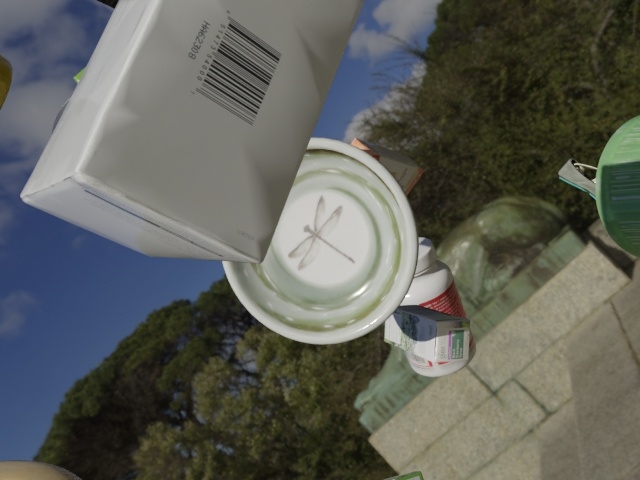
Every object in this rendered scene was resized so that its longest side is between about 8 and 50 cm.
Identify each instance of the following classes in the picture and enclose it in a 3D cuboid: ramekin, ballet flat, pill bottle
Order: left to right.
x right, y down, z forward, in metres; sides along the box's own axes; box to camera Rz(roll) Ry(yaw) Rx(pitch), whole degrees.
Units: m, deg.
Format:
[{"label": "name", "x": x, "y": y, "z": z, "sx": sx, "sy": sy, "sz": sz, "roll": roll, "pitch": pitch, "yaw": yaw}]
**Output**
[{"label": "pill bottle", "x": 0.332, "y": 0.208, "z": 1.912, "sx": 0.229, "sy": 0.408, "sz": 0.229, "roll": -20, "pitch": 21, "yaw": 8}, {"label": "ballet flat", "x": 0.658, "y": -0.131, "z": 1.433, "sx": 0.072, "sy": 0.213, "sz": 0.068, "roll": 13, "pitch": -64, "yaw": -39}, {"label": "ramekin", "x": 0.708, "y": -0.107, "z": 1.167, "sx": 0.303, "sy": 0.303, "sz": 0.148, "roll": -42, "pitch": 12, "yaw": -11}]

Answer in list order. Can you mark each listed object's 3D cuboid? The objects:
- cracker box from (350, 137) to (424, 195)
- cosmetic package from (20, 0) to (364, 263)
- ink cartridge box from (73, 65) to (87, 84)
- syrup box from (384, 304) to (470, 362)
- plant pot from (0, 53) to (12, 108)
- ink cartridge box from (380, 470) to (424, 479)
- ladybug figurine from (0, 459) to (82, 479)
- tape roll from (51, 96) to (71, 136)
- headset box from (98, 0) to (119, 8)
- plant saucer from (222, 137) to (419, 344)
[{"label": "cracker box", "x": 0.114, "y": -0.124, "z": 1.323, "sx": 0.232, "sy": 0.067, "sz": 0.156, "roll": 4, "pitch": -55, "yaw": -54}, {"label": "cosmetic package", "x": -0.110, "y": -0.110, "z": 0.482, "sx": 0.224, "sy": 0.138, "sz": 0.224, "roll": 1, "pitch": 67, "yaw": 55}, {"label": "ink cartridge box", "x": -0.423, "y": -0.288, "z": 1.400, "sx": 0.097, "sy": 0.255, "sz": 0.189, "roll": -46, "pitch": -22, "yaw": -17}, {"label": "syrup box", "x": 0.248, "y": 0.217, "z": 1.436, "sx": 0.096, "sy": 0.093, "sz": 0.237, "roll": 1, "pitch": 3, "yaw": -24}, {"label": "plant pot", "x": -0.633, "y": -0.237, "z": 0.873, "sx": 0.254, "sy": 0.254, "sz": 0.239, "roll": -44, "pitch": -44, "yaw": 7}, {"label": "ink cartridge box", "x": 0.154, "y": 0.510, "z": 1.023, "sx": 0.062, "sy": 0.209, "sz": 0.109, "roll": -6, "pitch": -24, "yaw": -29}, {"label": "ladybug figurine", "x": -0.538, "y": 0.500, "z": 0.900, "sx": 0.449, "sy": 0.305, "sz": 0.162, "roll": -9, "pitch": -50, "yaw": -3}, {"label": "tape roll", "x": -0.370, "y": -0.180, "z": 1.154, "sx": 0.246, "sy": 0.246, "sz": 0.169, "roll": -40, "pitch": 29, "yaw": -23}, {"label": "headset box", "x": -0.320, "y": -0.553, "z": 1.034, "sx": 0.283, "sy": 0.246, "sz": 0.131, "roll": -46, "pitch": -24, "yaw": 20}, {"label": "plant saucer", "x": 0.000, "y": 0.000, "z": 1.193, "sx": 0.400, "sy": 0.400, "sz": 0.100, "roll": -46, "pitch": -7, "yaw": 18}]
